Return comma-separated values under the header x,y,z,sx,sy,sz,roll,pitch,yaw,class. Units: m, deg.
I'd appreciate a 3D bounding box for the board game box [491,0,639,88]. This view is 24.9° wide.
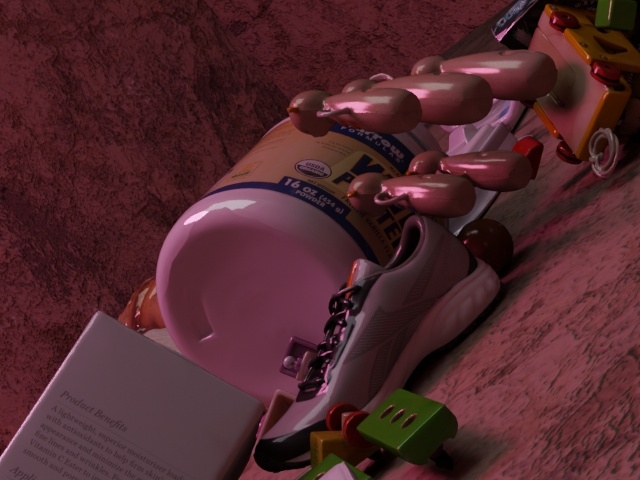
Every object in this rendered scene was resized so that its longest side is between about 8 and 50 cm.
x,y,z,sx,sy,sz,roll,pitch,yaw,class
0.279,-0.210,1.466,0.126,0.186,0.026,-44,39,24,board game box

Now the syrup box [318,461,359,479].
x,y,z,sx,sy,sz,roll,pitch,yaw,class
-0.044,0.233,0.748,0.237,0.093,0.096,-41,7,-1,syrup box

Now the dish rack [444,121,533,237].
x,y,z,sx,sy,sz,roll,pitch,yaw,class
0.090,-0.021,1.770,0.333,0.072,0.285,-37,8,37,dish rack

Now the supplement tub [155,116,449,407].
x,y,z,sx,sy,sz,roll,pitch,yaw,class
-0.003,0.000,1.458,0.228,0.228,0.316,-36,8,33,supplement tub

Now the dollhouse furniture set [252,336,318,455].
x,y,z,sx,sy,sz,roll,pitch,yaw,class
-0.013,0.150,1.270,0.081,0.091,0.114,24,-92,-76,dollhouse furniture set

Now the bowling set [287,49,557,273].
x,y,z,sx,sy,sz,roll,pitch,yaw,class
0.090,-0.064,1.320,0.154,0.200,0.287,5,13,40,bowling set

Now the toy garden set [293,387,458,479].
x,y,z,sx,sy,sz,roll,pitch,yaw,class
-0.016,0.203,1.007,0.244,0.049,0.204,-43,9,-10,toy garden set

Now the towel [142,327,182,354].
x,y,z,sx,sy,sz,roll,pitch,yaw,class
-0.192,0.211,1.530,0.248,0.038,0.325,-9,37,45,towel

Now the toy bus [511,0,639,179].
x,y,z,sx,sy,sz,roll,pitch,yaw,class
0.268,-0.141,1.376,0.104,0.202,0.191,5,-10,-21,toy bus

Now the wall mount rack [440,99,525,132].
x,y,z,sx,sy,sz,roll,pitch,yaw,class
0.239,-0.225,1.996,0.304,0.130,0.350,-37,9,30,wall mount rack

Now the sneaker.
x,y,z,sx,sy,sz,roll,pitch,yaw,class
0.032,0.088,1.218,0.271,0.108,0.100,-46,11,-25,sneaker

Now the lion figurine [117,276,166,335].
x,y,z,sx,sy,sz,roll,pitch,yaw,class
-0.202,0.111,2.259,0.240,0.142,0.392,-50,13,-14,lion figurine

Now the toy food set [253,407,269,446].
x,y,z,sx,sy,sz,roll,pitch,yaw,class
-0.064,0.189,1.464,0.122,0.019,0.078,-39,7,17,toy food set

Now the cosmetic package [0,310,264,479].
x,y,z,sx,sy,sz,roll,pitch,yaw,class
-0.155,0.186,1.126,0.183,0.151,0.151,-58,-7,-25,cosmetic package
